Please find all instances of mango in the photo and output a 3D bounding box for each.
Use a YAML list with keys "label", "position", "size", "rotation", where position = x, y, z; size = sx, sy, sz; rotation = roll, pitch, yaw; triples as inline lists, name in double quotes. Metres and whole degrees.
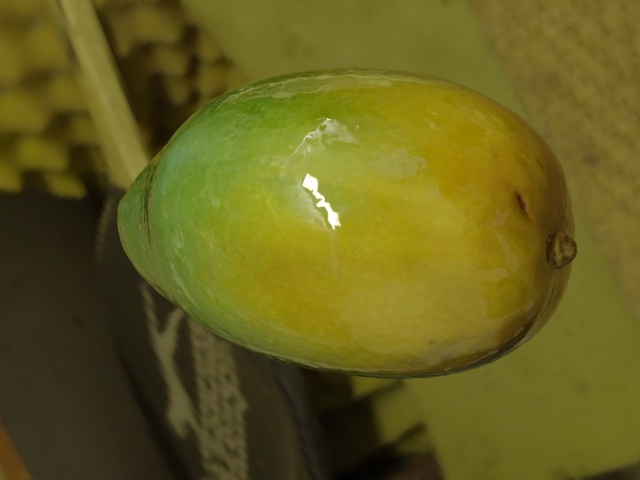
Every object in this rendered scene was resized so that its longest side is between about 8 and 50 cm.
- label: "mango"
  position: [0.000, 0.000, 0.672]
  size: [0.251, 0.156, 0.114]
  rotation: [163, 110, -65]
